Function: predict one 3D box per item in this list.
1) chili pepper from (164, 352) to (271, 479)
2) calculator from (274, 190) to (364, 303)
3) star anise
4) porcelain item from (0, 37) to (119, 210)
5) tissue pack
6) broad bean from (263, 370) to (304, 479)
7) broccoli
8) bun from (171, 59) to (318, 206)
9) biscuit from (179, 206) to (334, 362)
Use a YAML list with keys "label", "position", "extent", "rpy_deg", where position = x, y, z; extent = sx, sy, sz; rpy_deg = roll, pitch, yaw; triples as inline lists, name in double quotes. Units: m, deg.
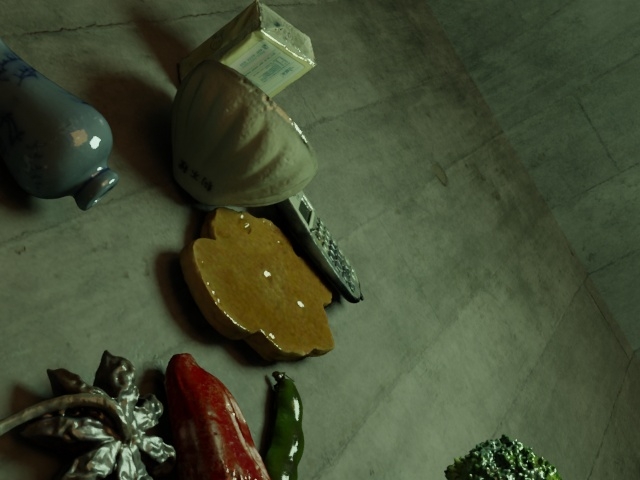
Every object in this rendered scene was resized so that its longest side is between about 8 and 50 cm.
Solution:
- label: "chili pepper"
  position: [-0.134, 0.259, 1.322]
  extent: [0.144, 0.136, 0.252]
  rpy_deg: [1, 51, -28]
- label: "calculator"
  position: [0.000, 0.000, 1.797]
  extent: [0.268, 0.040, 0.177]
  rpy_deg: [53, 12, -9]
- label: "star anise"
  position: [-0.255, 0.228, 1.177]
  extent: [0.262, 0.081, 0.230]
  rpy_deg: [30, 51, -46]
- label: "porcelain item"
  position: [-0.367, -0.153, 1.306]
  extent: [0.259, 0.141, 0.141]
  rpy_deg: [48, 30, -6]
- label: "tissue pack"
  position: [-0.127, -0.306, 1.759]
  extent: [0.148, 0.196, 0.092]
  rpy_deg: [27, 42, -45]
- label: "broad bean"
  position: [-0.054, 0.295, 1.470]
  extent: [0.065, 0.046, 0.254]
  rpy_deg: [37, 34, -24]
- label: "broccoli"
  position: [0.228, 0.476, 1.554]
  extent: [0.249, 0.302, 0.375]
  rpy_deg: [19, 69, -21]
- label: "bun"
  position: [-0.148, -0.138, 1.600]
  extent: [0.263, 0.175, 0.263]
  rpy_deg: [39, -12, 10]
- label: "biscuit"
  position: [-0.093, 0.071, 1.612]
  extent: [0.376, 0.051, 0.269]
  rpy_deg: [5, 56, -60]
